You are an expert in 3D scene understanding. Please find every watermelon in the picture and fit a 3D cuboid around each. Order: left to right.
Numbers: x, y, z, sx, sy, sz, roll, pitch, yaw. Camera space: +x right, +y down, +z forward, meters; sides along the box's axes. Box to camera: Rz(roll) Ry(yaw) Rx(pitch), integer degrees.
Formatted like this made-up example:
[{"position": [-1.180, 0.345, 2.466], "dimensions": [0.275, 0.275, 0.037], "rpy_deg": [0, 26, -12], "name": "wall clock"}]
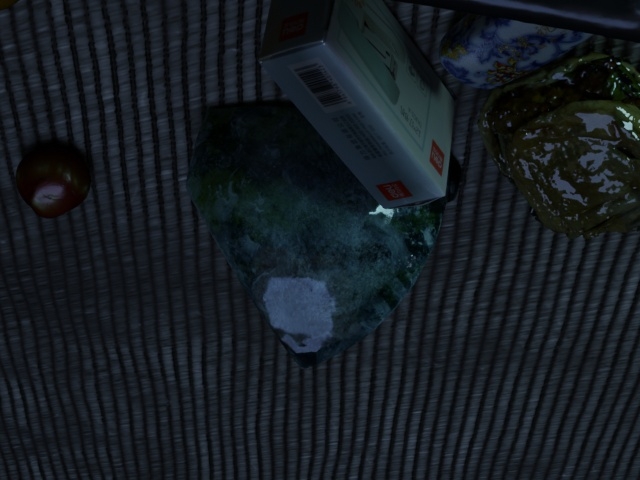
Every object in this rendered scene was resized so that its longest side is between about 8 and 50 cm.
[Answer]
[{"position": [0.000, 0.000, 1.729], "dimensions": [0.319, 0.290, 0.213], "rpy_deg": [1, 177, -15], "name": "watermelon"}]

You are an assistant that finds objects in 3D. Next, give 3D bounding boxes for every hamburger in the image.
[{"position": [0.278, -0.104, 1.611], "dimensions": [0.183, 0.130, 0.206], "rpy_deg": [-20, 119, 30], "name": "hamburger"}]

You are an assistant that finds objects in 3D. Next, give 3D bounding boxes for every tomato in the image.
[{"position": [-0.311, -0.066, 1.778], "dimensions": [0.087, 0.075, 0.087], "rpy_deg": [3, 141, 3], "name": "tomato"}]

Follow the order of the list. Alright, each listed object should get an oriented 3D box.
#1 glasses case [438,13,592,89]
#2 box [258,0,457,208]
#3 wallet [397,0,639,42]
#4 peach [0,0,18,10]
[{"position": [0.221, -0.224, 1.477], "dimensions": [0.087, 0.065, 0.248], "rpy_deg": [26, 139, -29], "name": "glasses case"}, {"position": [0.045, -0.160, 1.541], "dimensions": [0.079, 0.135, 0.269], "rpy_deg": [-11, 141, 29], "name": "box"}, {"position": [0.093, -0.305, 1.258], "dimensions": [0.406, 0.228, 0.062], "rpy_deg": [8, 172, -3], "name": "wallet"}, {"position": [-0.330, -0.276, 1.439], "dimensions": [0.138, 0.138, 0.138], "rpy_deg": [4, 145, 3], "name": "peach"}]
